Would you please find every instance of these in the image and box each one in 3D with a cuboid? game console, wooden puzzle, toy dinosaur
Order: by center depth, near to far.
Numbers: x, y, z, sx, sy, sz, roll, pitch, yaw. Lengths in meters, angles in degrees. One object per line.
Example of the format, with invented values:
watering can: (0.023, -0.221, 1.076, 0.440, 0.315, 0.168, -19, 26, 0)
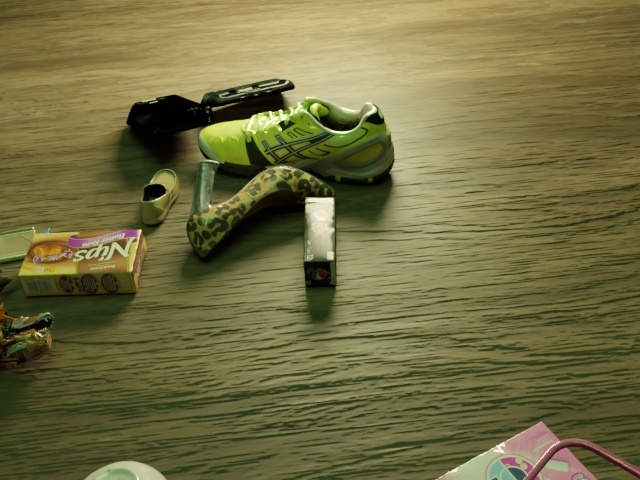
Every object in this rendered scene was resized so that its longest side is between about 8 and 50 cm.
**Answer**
toy dinosaur: (-0.564, 0.112, 1.186, 0.321, 0.164, 0.218, 11, 55, -17)
wooden puzzle: (-0.538, 0.010, 1.396, 0.116, 0.014, 0.079, -6, 45, -4)
game console: (-0.220, -0.287, 1.664, 0.361, 0.044, 0.213, -18, 24, -23)

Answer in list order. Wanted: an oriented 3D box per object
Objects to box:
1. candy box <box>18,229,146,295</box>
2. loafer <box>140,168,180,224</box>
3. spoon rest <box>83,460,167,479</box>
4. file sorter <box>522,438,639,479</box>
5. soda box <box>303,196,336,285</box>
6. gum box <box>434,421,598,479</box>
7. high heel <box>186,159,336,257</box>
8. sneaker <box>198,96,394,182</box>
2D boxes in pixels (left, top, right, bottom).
candy box: (-0.394, 0.037, 1.326, 0.186, 0.053, 0.109, -3, 40, 2)
loafer: (-0.297, -0.090, 1.470, 0.056, 0.050, 0.148, 0, 41, 3)
spoon rest: (-0.203, 0.351, 0.944, 0.276, 0.084, 0.137, 17, 41, 41)
file sorter: (0.245, 0.361, 0.734, 0.182, 0.291, 0.202, 29, 49, 35)
soda box: (0.000, 0.000, 1.342, 0.053, 0.060, 0.169, -2, 41, 3)
gum box: (0.237, 0.310, 0.964, 0.188, 0.062, 0.107, -22, 44, -21)
high heel: (-0.102, -0.040, 1.404, 0.261, 0.093, 0.186, 7, 62, -8)
sneaker: (-0.050, -0.210, 1.524, 0.384, 0.147, 0.145, 2, 42, 9)
